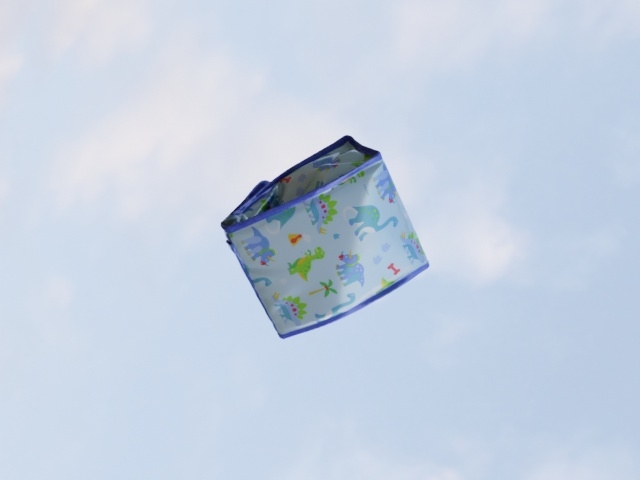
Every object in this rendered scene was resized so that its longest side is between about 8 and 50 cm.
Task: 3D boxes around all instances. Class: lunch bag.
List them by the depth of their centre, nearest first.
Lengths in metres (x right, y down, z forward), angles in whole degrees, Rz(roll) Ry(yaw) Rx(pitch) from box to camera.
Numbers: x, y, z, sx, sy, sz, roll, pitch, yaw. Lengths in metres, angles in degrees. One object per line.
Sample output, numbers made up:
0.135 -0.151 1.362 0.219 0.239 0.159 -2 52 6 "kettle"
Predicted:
0.000 0.000 1.310 0.151 0.129 0.096 -33 -155 -13 "lunch bag"
